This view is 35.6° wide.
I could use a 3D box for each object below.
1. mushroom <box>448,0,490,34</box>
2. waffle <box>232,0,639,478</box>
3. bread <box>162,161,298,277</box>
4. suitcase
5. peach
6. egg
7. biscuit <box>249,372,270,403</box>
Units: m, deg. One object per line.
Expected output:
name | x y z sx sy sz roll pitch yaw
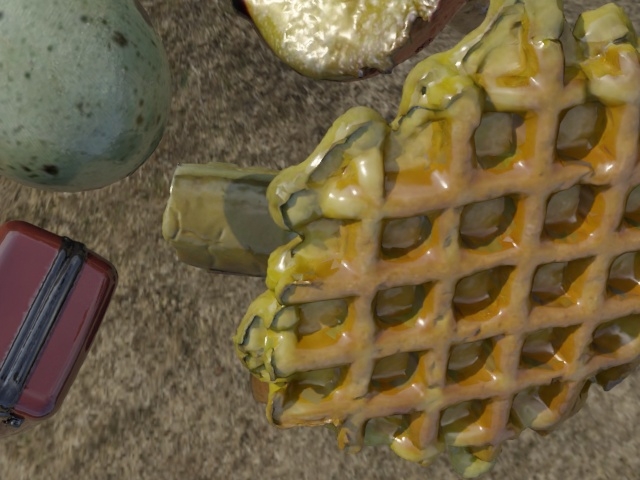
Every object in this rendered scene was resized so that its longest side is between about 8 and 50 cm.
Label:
mushroom | 0.208 -0.503 1.700 0.397 0.224 0.314 -13 117 -46
waffle | 0.082 0.009 0.461 0.243 0.059 0.238 32 108 -35
bread | -0.118 -0.032 1.860 0.341 0.300 0.210 6 99 -6
suitcase | -0.386 0.117 1.241 0.161 0.297 0.236 29 64 -17
peach | 0.067 -0.405 1.324 0.417 0.339 0.353 -57 154 -19
egg | -0.353 -0.225 1.235 0.287 0.287 0.379 -46 122 8
biscuit | 0.044 0.183 1.468 0.314 0.367 0.063 -12 90 34
